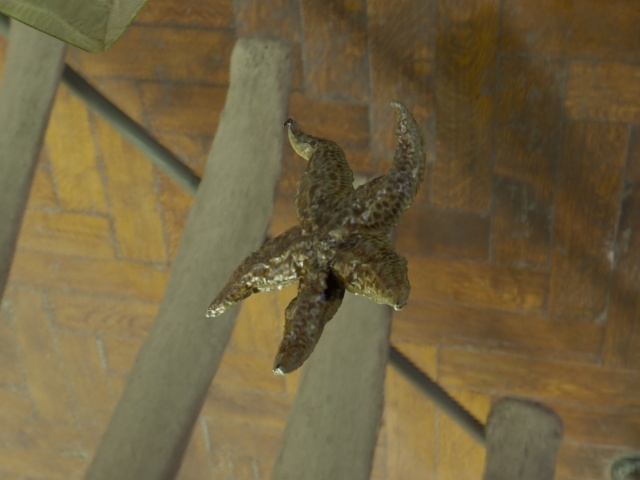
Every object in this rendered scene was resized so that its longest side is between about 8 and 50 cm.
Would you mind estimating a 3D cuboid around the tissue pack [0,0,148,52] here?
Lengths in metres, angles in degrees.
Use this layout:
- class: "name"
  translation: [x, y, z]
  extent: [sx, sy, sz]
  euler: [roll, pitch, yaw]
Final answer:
- class: "tissue pack"
  translation: [-0.258, -0.305, 0.831]
  extent: [0.274, 0.200, 0.167]
  euler: [43, 101, 21]

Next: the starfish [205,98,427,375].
- class: "starfish"
  translation: [0.000, 0.000, 0.831]
  extent: [0.236, 0.277, 0.062]
  euler: [-43, 129, 10]
